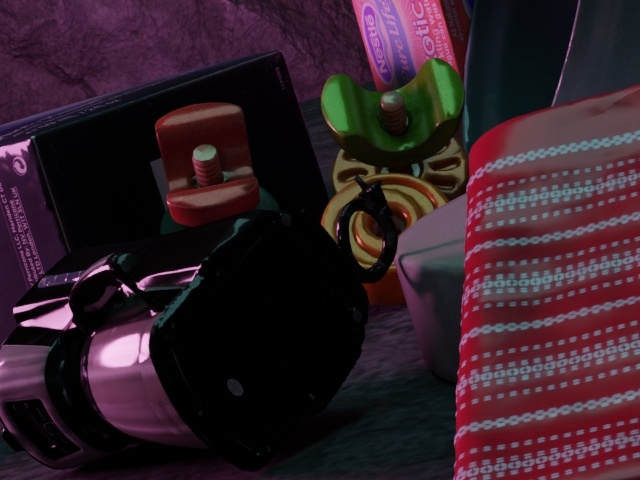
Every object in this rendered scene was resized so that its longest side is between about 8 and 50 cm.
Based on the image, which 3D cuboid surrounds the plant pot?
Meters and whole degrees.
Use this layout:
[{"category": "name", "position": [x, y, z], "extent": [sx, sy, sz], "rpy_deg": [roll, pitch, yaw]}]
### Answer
[{"category": "plant pot", "position": [0.235, -0.154, 1.247], "extent": [0.196, 0.293, 0.293], "rpy_deg": [8, 5, -9]}]

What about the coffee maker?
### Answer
[{"category": "coffee maker", "position": [-0.067, 0.050, 0.936], "extent": [0.171, 0.120, 0.178], "rpy_deg": [-22, 8, -40]}]

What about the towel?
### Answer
[{"category": "towel", "position": [0.150, 0.007, 0.724], "extent": [0.199, 0.031, 0.275], "rpy_deg": [-15, 31, 16]}]

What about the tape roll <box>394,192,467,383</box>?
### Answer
[{"category": "tape roll", "position": [0.231, -0.018, 0.944], "extent": [0.392, 0.072, 0.392], "rpy_deg": [-16, 7, 2]}]

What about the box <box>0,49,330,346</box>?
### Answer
[{"category": "box", "position": [-0.201, -0.017, 1.435], "extent": [0.294, 0.182, 0.296], "rpy_deg": [-12, 9, 40]}]

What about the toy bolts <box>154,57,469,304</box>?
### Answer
[{"category": "toy bolts", "position": [0.000, 0.000, 1.252], "extent": [0.228, 0.158, 0.218], "rpy_deg": [-7, 49, 1]}]

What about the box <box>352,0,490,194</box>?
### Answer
[{"category": "box", "position": [0.128, -0.186, 1.462], "extent": [0.154, 0.300, 0.142], "rpy_deg": [-22, 12, -26]}]
